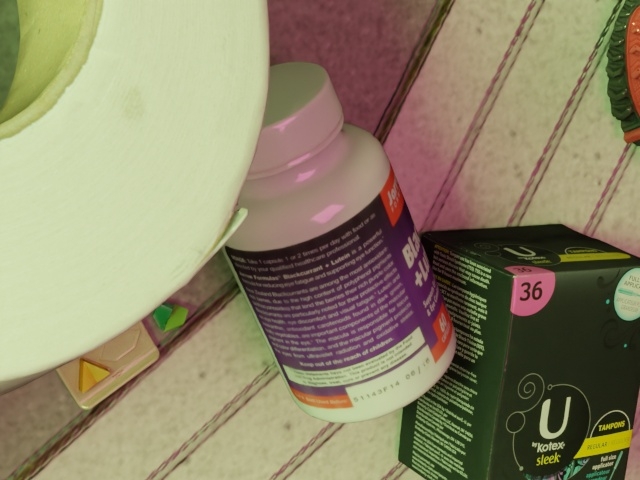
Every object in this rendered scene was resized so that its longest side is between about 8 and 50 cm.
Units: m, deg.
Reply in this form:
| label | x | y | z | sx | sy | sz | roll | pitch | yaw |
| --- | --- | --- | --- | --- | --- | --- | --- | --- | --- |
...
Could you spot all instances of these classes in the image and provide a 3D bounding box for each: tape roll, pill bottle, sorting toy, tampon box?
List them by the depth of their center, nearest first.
| label | x | y | z | sx | sy | sz | roll | pitch | yaw |
| --- | --- | --- | --- | --- | --- | --- | --- | --- | --- |
| tape roll | -0.193 | -0.118 | 0.633 | 0.392 | 0.072 | 0.392 | 16 | 63 | -35 |
| pill bottle | 0.000 | 0.000 | 0.891 | 0.108 | 0.108 | 0.193 | -34 | 121 | -18 |
| sorting toy | -0.116 | 0.052 | 0.895 | 0.083 | 0.012 | 0.062 | -36 | 121 | -16 |
| tampon box | 0.132 | 0.080 | 1.003 | 0.120 | 0.101 | 0.161 | -4 | 108 | -31 |

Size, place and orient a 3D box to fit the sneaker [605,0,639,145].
| label | x | y | z | sx | sy | sz | roll | pitch | yaw |
| --- | --- | --- | --- | --- | --- | --- | --- | --- | --- |
| sneaker | 0.289 | -0.087 | 1.067 | 0.262 | 0.104 | 0.125 | 49 | 46 | -24 |
